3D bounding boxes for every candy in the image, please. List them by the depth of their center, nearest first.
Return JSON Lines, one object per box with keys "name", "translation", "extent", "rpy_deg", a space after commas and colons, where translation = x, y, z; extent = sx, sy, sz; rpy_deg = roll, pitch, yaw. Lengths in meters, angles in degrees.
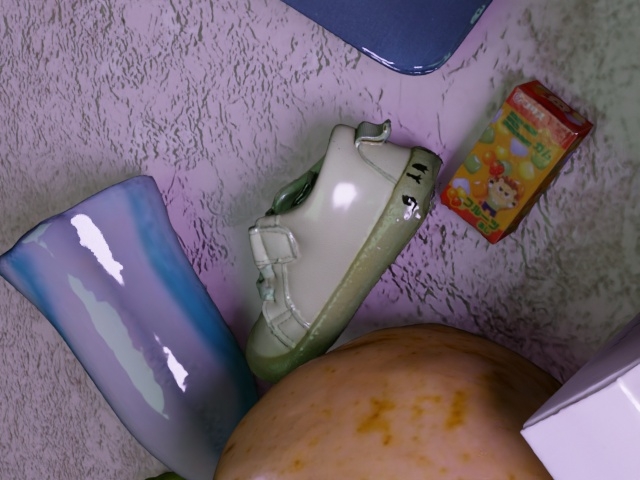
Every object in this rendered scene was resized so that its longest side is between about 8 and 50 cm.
{"name": "candy", "translation": [0.154, -0.061, 0.758], "extent": [0.062, 0.038, 0.122], "rpy_deg": [43, 125, 17]}

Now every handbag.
{"name": "handbag", "translation": [0.034, -0.246, 0.712], "extent": [0.229, 0.062, 0.179], "rpy_deg": [30, 125, -10]}

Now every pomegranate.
{"name": "pomegranate", "translation": [0.060, 0.222, 0.750], "extent": [0.342, 0.342, 0.343], "rpy_deg": [12, 112, 33]}

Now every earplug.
{"name": "earplug", "translation": [-0.170, 0.116, 0.976], "extent": [0.185, 0.185, 0.324], "rpy_deg": [-32, 90, 39]}

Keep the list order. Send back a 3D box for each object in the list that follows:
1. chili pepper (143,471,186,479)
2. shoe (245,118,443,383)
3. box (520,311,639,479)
{"name": "chili pepper", "translation": [-0.130, 0.286, 1.073], "extent": [0.201, 0.050, 0.052], "rpy_deg": [-5, 118, 40]}
{"name": "shoe", "translation": [0.006, 0.004, 0.835], "extent": [0.128, 0.140, 0.262], "rpy_deg": [43, 121, 5]}
{"name": "box", "translation": [0.270, 0.124, 0.592], "extent": [0.194, 0.260, 0.111], "rpy_deg": [56, 132, 10]}
